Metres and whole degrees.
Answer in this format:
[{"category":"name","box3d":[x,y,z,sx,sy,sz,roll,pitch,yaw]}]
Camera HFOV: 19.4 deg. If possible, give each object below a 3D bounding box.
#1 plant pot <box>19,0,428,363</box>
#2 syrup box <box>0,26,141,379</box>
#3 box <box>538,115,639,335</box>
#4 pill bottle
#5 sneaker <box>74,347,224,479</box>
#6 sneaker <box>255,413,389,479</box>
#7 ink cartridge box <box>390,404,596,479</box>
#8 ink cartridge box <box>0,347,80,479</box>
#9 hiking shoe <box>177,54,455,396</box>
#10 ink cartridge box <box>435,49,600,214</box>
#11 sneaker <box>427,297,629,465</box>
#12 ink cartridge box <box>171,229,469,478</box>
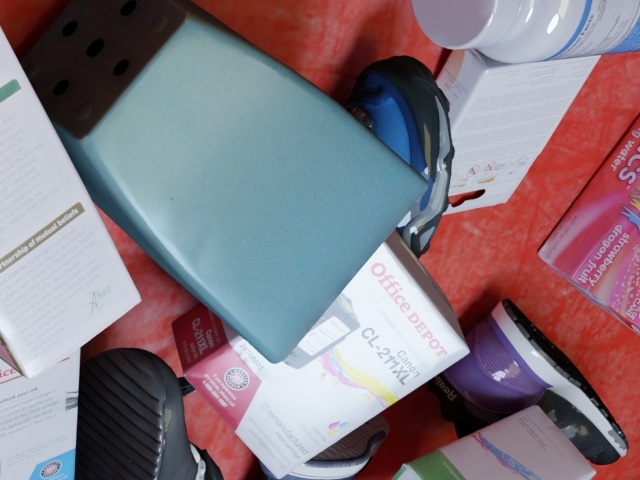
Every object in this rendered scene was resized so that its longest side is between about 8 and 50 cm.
[{"category":"plant pot","box3d":[-0.082,-0.065,1.247,0.165,0.165,0.234,-50,137,-2]},{"category":"syrup box","box3d":[-0.210,-0.041,1.141,0.096,0.093,0.237,-37,125,-21]},{"category":"box","box3d":[0.365,-0.046,1.721,0.300,0.154,0.142,-53,143,3]},{"category":"pill bottle","box3d":[0.176,-0.199,1.429,0.221,0.124,0.124,-9,126,-40]},{"category":"sneaker","box3d":[-0.128,0.194,1.449,0.146,0.122,0.330,-24,142,-35]},{"category":"sneaker","box3d":[-0.028,0.216,1.548,0.163,0.086,0.226,-57,164,10]},{"category":"ink cartridge box","box3d":[0.120,0.243,1.623,0.212,0.093,0.154,-18,150,-52]},{"category":"ink cartridge box","box3d":[-0.228,0.105,1.312,0.104,0.060,0.180,-19,132,-34]},{"category":"hiking shoe","box3d":[0.000,0.000,1.417,0.132,0.113,0.304,2,118,-47]},{"category":"ink cartridge box","box3d":[0.138,-0.097,1.556,0.145,0.045,0.179,-12,146,-41]},{"category":"sneaker","box3d":[0.189,0.158,1.772,0.124,0.107,0.283,-39,139,8]},{"category":"ink cartridge box","box3d":[0.000,0.070,1.362,0.175,0.072,0.127,-35,120,8]}]
